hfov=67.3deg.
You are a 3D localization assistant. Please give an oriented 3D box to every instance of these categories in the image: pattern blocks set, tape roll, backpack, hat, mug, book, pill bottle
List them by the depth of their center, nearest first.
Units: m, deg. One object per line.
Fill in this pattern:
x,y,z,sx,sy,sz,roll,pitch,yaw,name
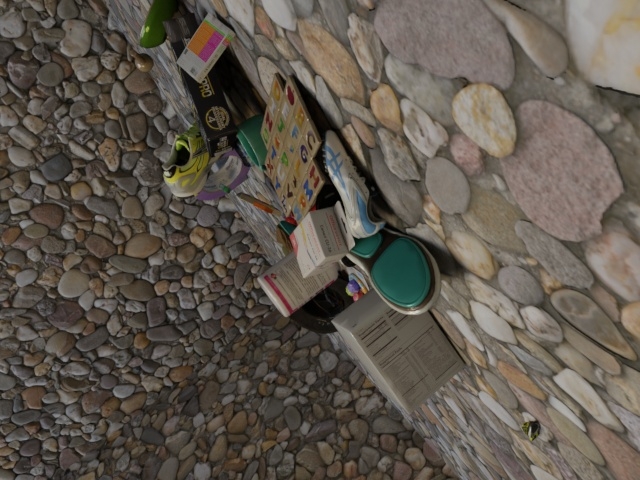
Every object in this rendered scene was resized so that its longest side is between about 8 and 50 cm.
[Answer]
-0.278,-0.464,1.164,0.096,0.144,0.035,45,-170,30,book
-0.164,-0.281,1.351,0.130,0.097,0.158,56,170,4,mug
-0.046,0.101,1.546,0.160,0.283,0.160,51,168,14,pill bottle
-0.238,-0.305,1.620,0.105,0.084,0.114,57,173,-18,backpack
-0.234,-0.141,1.855,0.324,0.026,0.285,24,-177,-28,pattern blocks set
-0.404,-0.284,1.862,0.090,0.274,0.275,49,168,20,tape roll
0.008,0.207,1.871,0.134,0.330,0.332,-78,-33,-49,hat

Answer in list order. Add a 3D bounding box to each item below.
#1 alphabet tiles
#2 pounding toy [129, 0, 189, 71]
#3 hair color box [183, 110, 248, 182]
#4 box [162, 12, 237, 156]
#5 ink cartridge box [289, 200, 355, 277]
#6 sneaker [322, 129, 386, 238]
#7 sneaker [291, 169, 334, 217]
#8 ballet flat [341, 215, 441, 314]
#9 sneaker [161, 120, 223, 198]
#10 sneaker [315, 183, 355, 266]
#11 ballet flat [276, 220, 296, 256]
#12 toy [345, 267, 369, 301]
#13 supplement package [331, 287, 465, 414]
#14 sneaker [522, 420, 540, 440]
-0.074,-0.202,1.121,0.285,0.011,0.343,68,158,17,alphabet tiles
-0.444,-0.594,1.384,0.110,0.237,0.183,24,179,-19,pounding toy
-0.454,-0.402,2.125,0.185,0.113,0.375,48,168,23,hair color box
-0.344,-0.425,1.412,0.395,0.097,0.319,-167,55,-79,box
0.000,0.000,1.112,0.198,0.067,0.116,-47,60,60,ink cartridge box
0.068,-0.122,1.006,0.085,0.086,0.238,-50,-62,-73,sneaker
-0.038,-0.105,1.298,0.087,0.128,0.221,51,168,12,sneaker
0.159,0.052,1.048,0.139,0.139,0.400,60,171,-31,ballet flat
-0.414,-0.332,1.648,0.145,0.385,0.147,9,155,16,sneaker
0.040,-0.042,1.262,0.108,0.100,0.272,53,170,44,sneaker
-0.094,0.041,1.929,0.342,0.116,0.124,42,124,48,ballet flat
0.131,0.187,1.671,0.137,0.056,0.237,35,159,53,toy
0.200,0.271,1.283,0.263,0.198,0.199,54,169,-6,supplement package
0.468,0.423,1.080,0.035,0.031,0.083,44,165,42,sneaker
